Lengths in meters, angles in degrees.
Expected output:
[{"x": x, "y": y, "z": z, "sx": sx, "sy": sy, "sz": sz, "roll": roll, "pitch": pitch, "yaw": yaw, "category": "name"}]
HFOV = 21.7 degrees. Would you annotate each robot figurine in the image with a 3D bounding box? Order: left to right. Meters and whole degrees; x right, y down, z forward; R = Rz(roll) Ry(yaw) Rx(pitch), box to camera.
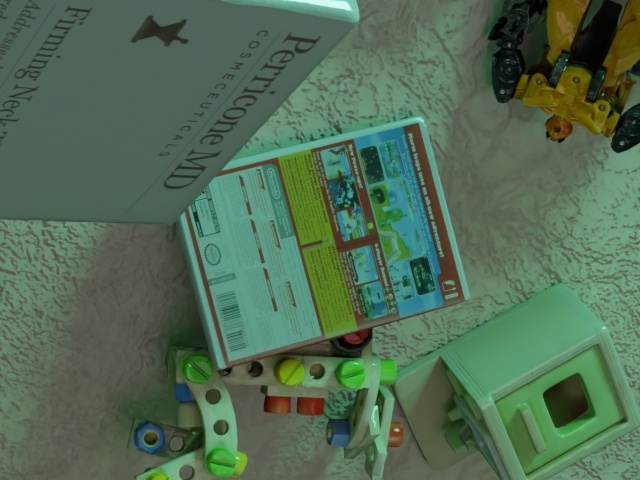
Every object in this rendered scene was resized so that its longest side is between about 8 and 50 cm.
[{"x": 0.298, "y": -0.236, "z": 1.721, "sx": 0.211, "sy": 0.085, "sz": 0.291, "roll": 25, "pitch": 113, "yaw": 11, "category": "robot figurine"}]

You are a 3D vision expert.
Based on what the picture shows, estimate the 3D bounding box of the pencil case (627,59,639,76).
[{"x": 0.381, "y": -0.177, "z": 1.772, "sx": 0.064, "sy": 0.152, "sz": 0.070, "roll": -33, "pitch": 127, "yaw": -3, "category": "pencil case"}]

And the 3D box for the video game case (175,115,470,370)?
[{"x": 0.000, "y": 0.000, "z": 1.728, "sx": 0.285, "sy": 0.025, "sz": 0.204, "roll": -14, "pitch": 90, "yaw": -18, "category": "video game case"}]

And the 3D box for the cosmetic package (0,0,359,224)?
[{"x": -0.246, "y": -0.231, "z": 1.279, "sx": 0.393, "sy": 0.327, "sz": 0.329, "roll": 1, "pitch": 150, "yaw": -34, "category": "cosmetic package"}]

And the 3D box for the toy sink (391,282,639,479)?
[{"x": 0.223, "y": 0.185, "z": 1.901, "sx": 0.234, "sy": 0.131, "sz": 0.153, "roll": -27, "pitch": 120, "yaw": -5, "category": "toy sink"}]

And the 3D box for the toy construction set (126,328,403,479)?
[{"x": -0.041, "y": 0.175, "z": 1.789, "sx": 0.327, "sy": 0.151, "sz": 0.215, "roll": 4, "pitch": 89, "yaw": -30, "category": "toy construction set"}]
